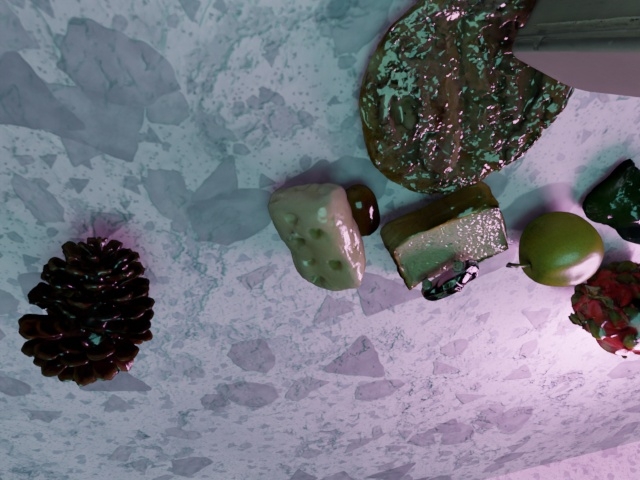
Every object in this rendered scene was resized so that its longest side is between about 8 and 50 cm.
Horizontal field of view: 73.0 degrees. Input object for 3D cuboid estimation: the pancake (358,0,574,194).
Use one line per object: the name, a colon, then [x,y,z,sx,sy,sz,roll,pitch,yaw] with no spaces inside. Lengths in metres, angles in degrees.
pancake: [0.252,-0.255,0.753,0.383,0.071,0.381,-4,128,-5]

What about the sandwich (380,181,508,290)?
sandwich: [0.272,-0.006,0.957,0.251,0.087,0.226,-26,142,12]

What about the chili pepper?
chili pepper: [0.729,-0.054,0.987,0.265,0.116,0.148,25,124,-28]

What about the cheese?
cheese: [-0.001,0.001,0.875,0.159,0.093,0.262,3,137,31]

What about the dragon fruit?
dragon fruit: [0.809,0.172,1.130,0.303,0.236,0.231,-6,153,-20]

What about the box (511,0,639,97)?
box: [0.449,-0.349,0.482,0.178,0.352,0.343,13,109,-21]

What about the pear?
pear: [0.521,0.033,0.983,0.216,0.166,0.180,-27,146,-6]

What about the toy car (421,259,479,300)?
toy car: [0.293,0.093,0.973,0.142,0.055,0.069,-38,141,26]

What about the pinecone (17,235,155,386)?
pinecone: [-0.445,0.125,0.843,0.247,0.246,0.291,10,116,-19]

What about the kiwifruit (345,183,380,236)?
kiwifruit: [0.082,-0.061,0.886,0.076,0.075,0.124,-19,136,6]
